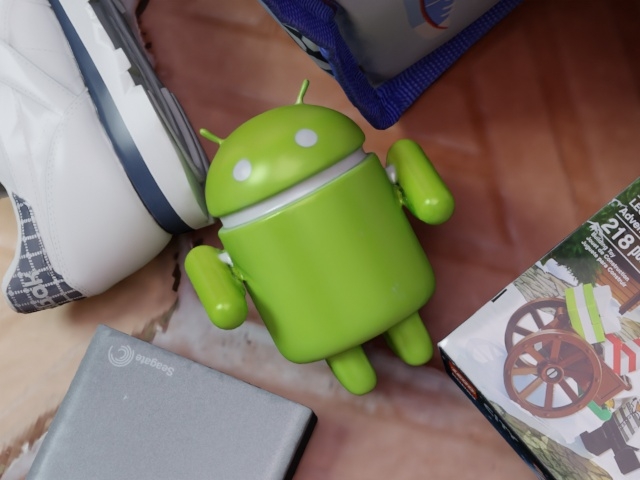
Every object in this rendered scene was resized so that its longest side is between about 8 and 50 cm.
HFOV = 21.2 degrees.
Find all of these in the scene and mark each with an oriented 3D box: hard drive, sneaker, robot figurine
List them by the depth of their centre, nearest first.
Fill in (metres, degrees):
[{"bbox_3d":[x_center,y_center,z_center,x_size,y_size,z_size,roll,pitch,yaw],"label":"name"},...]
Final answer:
[{"bbox_3d":[0.000,0.000,0.645,0.101,0.067,0.115,-27,97,-2],"label":"robot figurine"},{"bbox_3d":[-0.070,0.110,0.655,0.094,0.022,0.135,21,76,15],"label":"hard drive"},{"bbox_3d":[-0.131,-0.085,0.700,0.095,0.090,0.235,-31,68,8],"label":"sneaker"}]

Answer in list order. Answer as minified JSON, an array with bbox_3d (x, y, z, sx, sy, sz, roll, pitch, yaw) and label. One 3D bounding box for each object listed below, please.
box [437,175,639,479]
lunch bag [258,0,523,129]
[{"bbox_3d":[0.177,0.077,0.616,0.159,0.044,0.233,-40,71,-5],"label":"box"},{"bbox_3d":[0.052,-0.294,0.659,0.385,0.239,0.328,-43,72,4],"label":"lunch bag"}]
